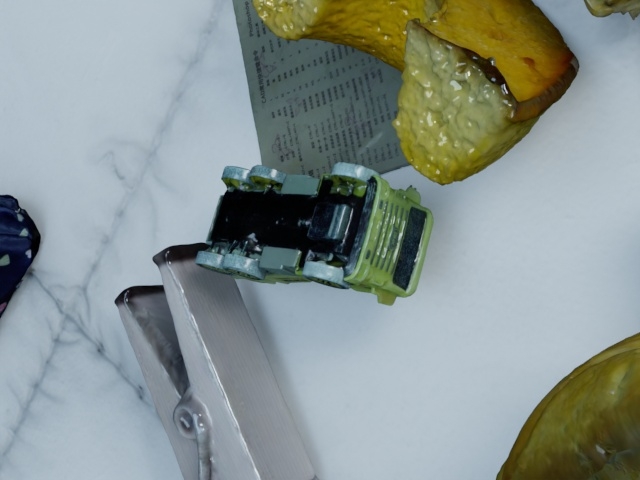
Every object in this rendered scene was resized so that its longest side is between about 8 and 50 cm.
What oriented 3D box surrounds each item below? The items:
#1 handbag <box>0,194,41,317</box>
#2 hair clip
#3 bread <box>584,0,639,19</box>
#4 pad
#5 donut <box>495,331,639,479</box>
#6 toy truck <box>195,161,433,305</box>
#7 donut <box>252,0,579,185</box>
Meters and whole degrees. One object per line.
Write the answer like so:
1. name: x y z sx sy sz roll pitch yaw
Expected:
1. handbag: -0.403 0.049 0.983 0.113 0.162 0.260 47 118 24
2. hair clip: -0.071 0.169 0.793 0.101 0.085 0.331 -32 74 33
3. bread: 0.207 -0.289 0.588 0.184 0.114 0.275 -26 73 31
4. pad: -0.006 -0.172 0.798 0.159 0.009 0.265 -16 81 33
5. donut: 0.252 0.194 0.499 0.360 0.170 0.360 12 108 43
6. toy truck: 0.000 0.000 0.729 0.191 0.116 0.085 3 75 48
7. donut: 0.076 -0.143 0.664 0.259 0.152 0.101 48 130 31
